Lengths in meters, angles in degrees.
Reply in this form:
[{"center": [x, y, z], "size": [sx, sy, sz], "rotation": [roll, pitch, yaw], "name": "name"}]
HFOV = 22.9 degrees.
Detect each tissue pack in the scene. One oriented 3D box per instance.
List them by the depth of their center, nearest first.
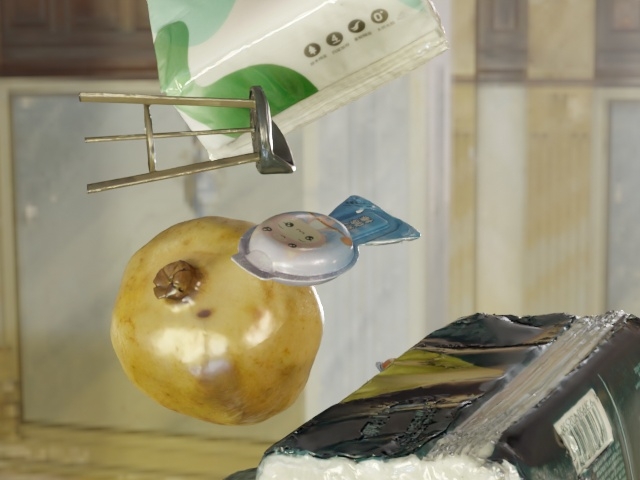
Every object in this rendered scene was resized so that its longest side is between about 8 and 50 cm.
[{"center": [0.155, 0.234, 1.414], "size": [0.253, 0.264, 0.416], "rotation": [-6, -168, 30], "name": "tissue pack"}, {"center": [-0.040, -0.291, 2.083], "size": [0.356, 0.194, 0.266], "rotation": [-27, -140, 10], "name": "tissue pack"}]

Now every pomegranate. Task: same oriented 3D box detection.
[{"center": [-0.135, 0.115, 2.140], "size": [0.307, 0.307, 0.307], "rotation": [0, -171, 0], "name": "pomegranate"}]

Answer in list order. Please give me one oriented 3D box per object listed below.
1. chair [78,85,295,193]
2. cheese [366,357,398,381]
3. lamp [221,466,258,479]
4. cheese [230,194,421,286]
[{"center": [-0.134, -0.112, 1.612], "size": [0.221, 0.095, 0.104], "rotation": [-2, -142, -10], "name": "chair"}, {"center": [0.112, 0.187, 2.039], "size": [0.106, 0.037, 0.256], "rotation": [24, -176, 7], "name": "cheese"}, {"center": [-0.051, 0.367, 1.785], "size": [0.233, 0.233, 0.265], "rotation": [0, 165, 0], "name": "lamp"}, {"center": [0.000, 0.000, 1.880], "size": [0.245, 0.052, 0.135], "rotation": [-21, -137, -40], "name": "cheese"}]
